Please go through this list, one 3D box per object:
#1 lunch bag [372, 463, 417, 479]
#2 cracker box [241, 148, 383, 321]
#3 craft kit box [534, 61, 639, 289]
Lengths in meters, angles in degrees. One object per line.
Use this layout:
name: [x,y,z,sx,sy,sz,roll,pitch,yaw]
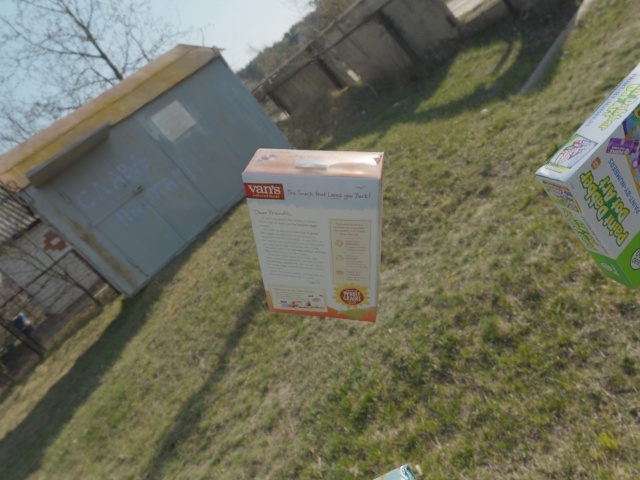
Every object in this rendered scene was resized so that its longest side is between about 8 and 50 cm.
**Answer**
lunch bag: [0.191,0.738,1.052,0.223,0.262,0.160,-30,11,5]
cracker box: [0.000,0.000,0.545,0.156,0.232,0.067,5,40,10]
craft kit box: [0.443,-0.096,0.565,0.246,0.250,0.061,-48,27,6]
